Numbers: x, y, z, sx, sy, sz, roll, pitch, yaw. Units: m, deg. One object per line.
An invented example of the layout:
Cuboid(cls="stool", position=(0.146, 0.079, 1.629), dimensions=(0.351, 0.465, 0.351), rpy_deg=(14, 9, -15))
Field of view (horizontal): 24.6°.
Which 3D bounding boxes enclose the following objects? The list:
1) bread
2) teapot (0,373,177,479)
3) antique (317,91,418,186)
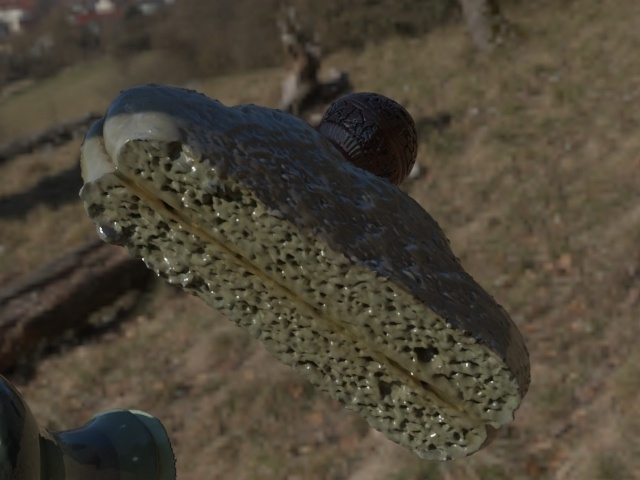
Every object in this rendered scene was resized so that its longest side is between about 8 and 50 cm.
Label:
Cuboid(cls="bread", position=(-0.003, 0.005, 0.986), dimensions=(0.337, 0.102, 0.183), rpy_deg=(36, 23, -12))
Cuboid(cls="teapot", position=(-0.236, 0.182, 1.133), dimensions=(0.183, 0.184, 0.251), rpy_deg=(5, -2, 38))
Cuboid(cls="antique", position=(0.044, -0.090, 1.362), dimensions=(0.104, 0.104, 0.104), rpy_deg=(-4, 12, 1))
